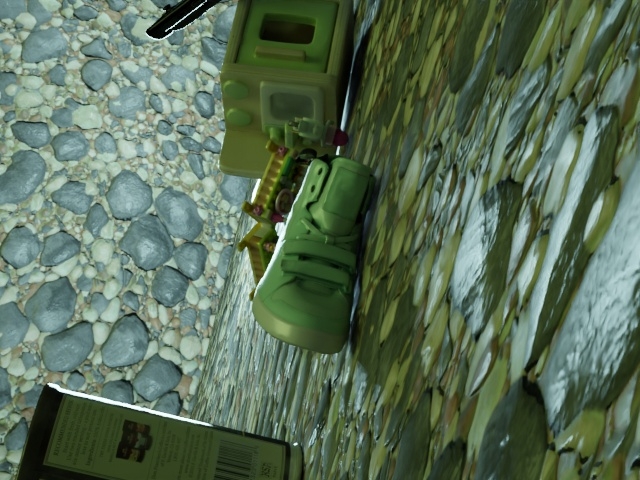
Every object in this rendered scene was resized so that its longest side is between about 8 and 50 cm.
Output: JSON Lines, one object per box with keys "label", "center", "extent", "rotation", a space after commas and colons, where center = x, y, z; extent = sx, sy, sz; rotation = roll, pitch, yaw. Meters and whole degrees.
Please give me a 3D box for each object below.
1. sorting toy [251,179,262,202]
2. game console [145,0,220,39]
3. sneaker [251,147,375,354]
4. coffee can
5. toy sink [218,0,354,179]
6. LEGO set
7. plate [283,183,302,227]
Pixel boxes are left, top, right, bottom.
{"label": "sorting toy", "center": [-0.038, -0.189, 2.250], "extent": [0.229, 0.041, 0.307], "rotation": [161, 131, -77]}
{"label": "game console", "center": [-0.096, -0.367, 1.833], "extent": [0.361, 0.044, 0.213], "rotation": [-32, 5, 29]}
{"label": "sneaker", "center": [0.000, 0.000, 1.368], "extent": [0.256, 0.094, 0.151], "rotation": [-93, 21, -66]}
{"label": "coffee can", "center": [-0.176, 0.278, 1.463], "extent": [0.201, 0.275, 0.201], "rotation": [-166, 90, -84]}
{"label": "toy sink", "center": [-0.045, -0.208, 1.834], "extent": [0.131, 0.153, 0.234], "rotation": [88, -169, -56]}
{"label": "LEGO set", "center": [-0.022, -0.007, 1.717], "extent": [0.132, 0.107, 0.287], "rotation": [-4, -73, -60]}
{"label": "plate", "center": [-0.043, -0.113, 2.310], "extent": [0.188, 0.024, 0.188], "rotation": [-165, 90, -83]}
